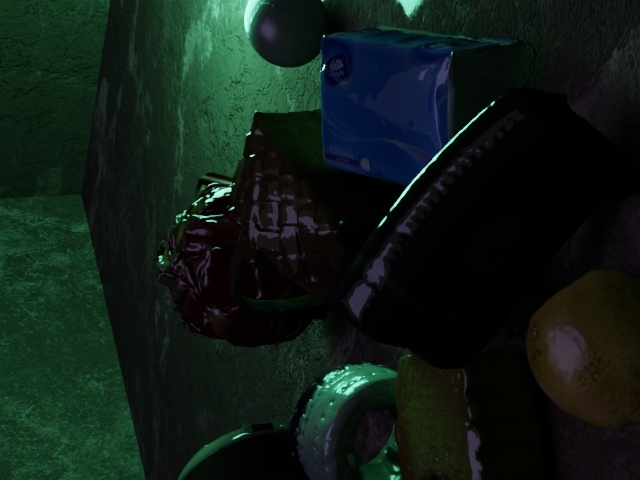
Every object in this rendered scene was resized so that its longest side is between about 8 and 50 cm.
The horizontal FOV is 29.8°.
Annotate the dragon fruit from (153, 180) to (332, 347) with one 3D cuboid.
[{"bbox_3d":[-0.120,0.038,2.129,0.329,0.329,0.329,176,90,-68],"label":"dragon fruit"}]

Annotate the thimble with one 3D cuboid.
[{"bbox_3d":[0.074,0.303,1.791,0.150,0.237,0.237,-162,69,-65],"label":"thimble"}]

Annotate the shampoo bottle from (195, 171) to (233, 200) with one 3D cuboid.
[{"bbox_3d":[-0.184,-0.072,2.562,0.323,0.084,0.129,-158,63,-66],"label":"shampoo bottle"}]

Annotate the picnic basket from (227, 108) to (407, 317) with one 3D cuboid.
[{"bbox_3d":[0.000,0.000,1.815,0.337,0.293,0.337,11,103,54],"label":"picnic basket"}]

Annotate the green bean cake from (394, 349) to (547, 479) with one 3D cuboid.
[{"bbox_3d":[0.199,0.259,1.603,0.236,0.124,0.232,165,101,-68],"label":"green bean cake"}]

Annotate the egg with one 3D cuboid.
[{"bbox_3d":[-0.060,-0.383,2.105,0.198,0.147,0.146,-116,30,-56],"label":"egg"}]

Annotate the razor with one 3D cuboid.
[{"bbox_3d":[0.181,-0.010,1.350,0.349,0.204,0.113,-51,30,18],"label":"razor"}]

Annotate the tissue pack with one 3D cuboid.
[{"bbox_3d":[0.129,-0.173,1.589,0.263,0.146,0.198,20,118,51],"label":"tissue pack"}]

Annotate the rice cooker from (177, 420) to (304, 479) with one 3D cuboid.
[{"bbox_3d":[-0.078,0.526,2.114,0.325,0.335,0.335,-117,31,-45],"label":"rice cooker"}]

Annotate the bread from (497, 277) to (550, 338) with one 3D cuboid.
[{"bbox_3d":[0.198,0.065,1.570,0.260,0.129,0.134,167,99,-66],"label":"bread"}]

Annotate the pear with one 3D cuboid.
[{"bbox_3d":[0.309,0.119,1.277,0.178,0.178,0.177,176,90,-68],"label":"pear"}]
